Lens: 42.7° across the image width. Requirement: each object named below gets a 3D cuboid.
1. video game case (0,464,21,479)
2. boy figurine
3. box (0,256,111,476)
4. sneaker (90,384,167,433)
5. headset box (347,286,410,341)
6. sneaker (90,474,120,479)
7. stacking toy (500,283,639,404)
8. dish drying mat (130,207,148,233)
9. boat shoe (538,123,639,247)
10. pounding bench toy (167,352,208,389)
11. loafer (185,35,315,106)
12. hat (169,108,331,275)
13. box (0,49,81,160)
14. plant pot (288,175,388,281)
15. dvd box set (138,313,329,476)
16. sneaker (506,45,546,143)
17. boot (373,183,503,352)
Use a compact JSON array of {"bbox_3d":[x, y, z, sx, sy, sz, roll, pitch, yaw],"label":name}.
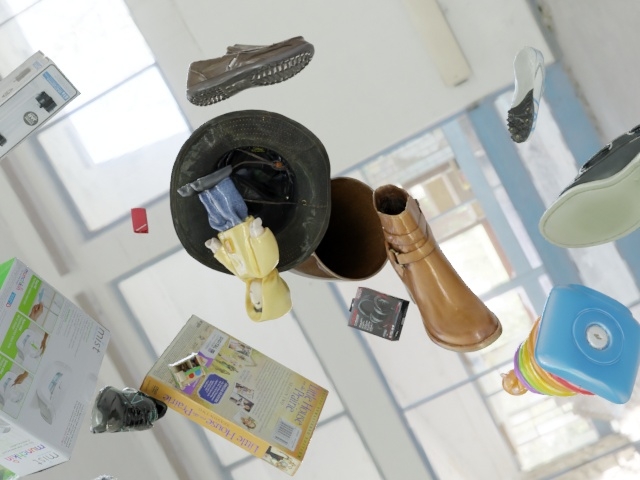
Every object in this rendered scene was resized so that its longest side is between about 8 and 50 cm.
[{"bbox_3d":[-0.716,0.448,1.735,0.193,0.212,0.023,49,-178,12],"label":"video game case"},{"bbox_3d":[-0.143,0.013,1.439,0.092,0.177,0.285,-33,-76,-37],"label":"boy figurine"},{"bbox_3d":[-0.488,0.204,1.332,0.231,0.126,0.262,48,-149,-35],"label":"box"},{"bbox_3d":[-0.416,0.368,1.786,0.267,0.106,0.101,21,-101,-82],"label":"sneaker"},{"bbox_3d":[0.081,0.106,1.200,0.032,0.083,0.062,12,-85,-63],"label":"headset box"},{"bbox_3d":[-0.518,0.632,1.915,0.153,0.235,0.094,-25,-66,-55],"label":"sneaker"},{"bbox_3d":[0.396,0.211,1.407,0.302,0.175,0.166,121,174,-61],"label":"stacking toy"},{"bbox_3d":[-0.373,-0.042,1.689,0.083,0.032,0.008,-111,26,-48],"label":"dish drying mat"},{"bbox_3d":[0.489,-0.107,1.316,0.127,0.340,0.113,31,-131,-7],"label":"boat shoe"},{"bbox_3d":[-0.256,0.257,1.616,0.052,0.065,0.083,66,160,-3],"label":"pounding bench toy"},{"bbox_3d":[-0.197,-0.479,2.181,0.134,0.366,0.130,70,-178,-77],"label":"loafer"},{"bbox_3d":[-0.135,-0.101,1.549,0.331,0.331,0.134,58,-176,-25],"label":"hat"},{"bbox_3d":[-0.631,-0.248,1.638,0.087,0.290,0.169,52,173,-32],"label":"box"},{"bbox_3d":[0.000,0.000,1.729,0.215,0.230,0.215,9,-107,-31],"label":"plant pot"},{"bbox_3d":[-0.201,0.373,2.038,0.420,0.062,0.307,29,-153,-1],"label":"dvd box set"},{"bbox_3d":[0.508,-0.350,1.987,0.086,0.085,0.237,9,-94,-38],"label":"sneaker"},{"bbox_3d":[0.180,0.037,1.321,0.283,0.109,0.220,-120,5,-60],"label":"boot"}]
